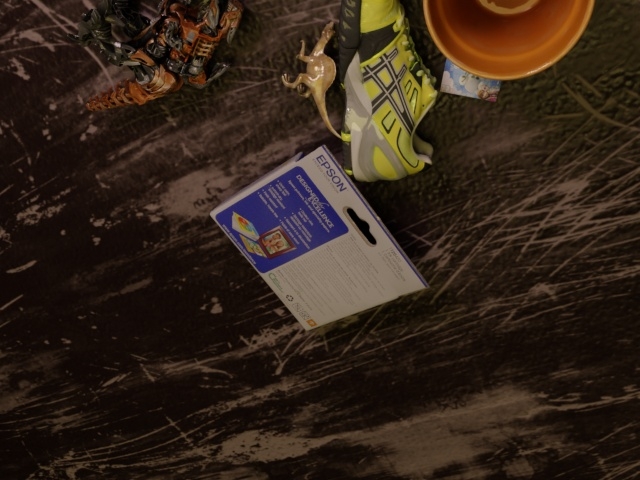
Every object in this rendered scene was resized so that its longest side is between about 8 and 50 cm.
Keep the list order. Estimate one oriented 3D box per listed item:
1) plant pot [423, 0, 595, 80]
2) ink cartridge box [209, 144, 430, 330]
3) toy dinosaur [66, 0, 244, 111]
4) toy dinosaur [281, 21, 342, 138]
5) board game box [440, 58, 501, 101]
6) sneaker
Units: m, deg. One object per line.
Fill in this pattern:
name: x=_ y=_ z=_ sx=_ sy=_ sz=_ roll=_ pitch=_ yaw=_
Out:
plant pot: x=0.251 y=-0.340 z=0.936 sx=0.205 sy=0.188 sz=0.205 roll=8 pitch=121 yaw=13
ink cartridge box: x=0.000 y=0.000 z=1.252 sx=0.307 sy=0.072 sz=0.304 roll=-26 pitch=108 yaw=38
toy dinosaur: x=-0.276 y=-0.307 z=1.143 sx=0.322 sy=0.164 sz=0.218 roll=-43 pitch=119 yaw=10
toy dinosaur: x=-0.011 y=-0.252 z=1.118 sx=0.092 sy=0.053 sz=0.183 roll=5 pitch=100 yaw=40
board game box: x=0.237 y=-0.266 z=1.083 sx=0.090 sy=0.020 sz=0.090 roll=13 pitch=122 yaw=10
sneaker: x=0.103 y=-0.265 z=1.067 sx=0.147 sy=0.145 sz=0.385 roll=1 pitch=130 yaw=8
